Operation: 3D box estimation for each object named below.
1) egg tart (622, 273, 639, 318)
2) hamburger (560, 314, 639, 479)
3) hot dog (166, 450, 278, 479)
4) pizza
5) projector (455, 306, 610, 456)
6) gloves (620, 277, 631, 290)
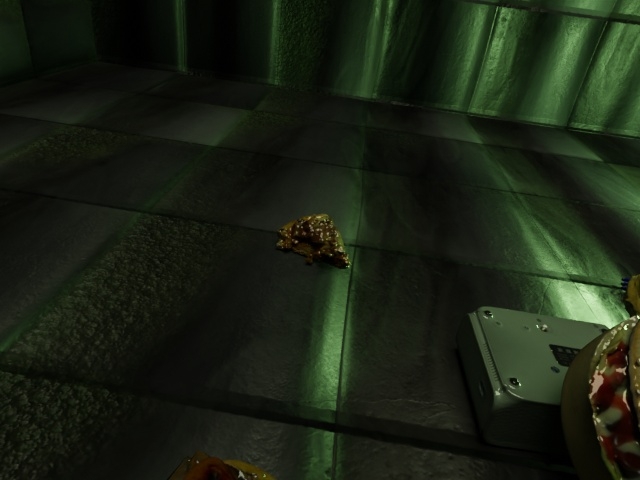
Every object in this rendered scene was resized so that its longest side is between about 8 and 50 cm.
[{"bbox_3d":[0.682,0.183,0.768,0.341,0.132,0.341,6,32,-4],"label":"egg tart"},{"bbox_3d":[0.417,0.212,0.472,0.300,0.176,0.300,8,61,-14],"label":"hamburger"},{"bbox_3d":[-0.050,0.309,0.419,0.325,0.107,0.194,21,33,21],"label":"hot dog"},{"bbox_3d":[0.001,-0.002,0.986,0.154,0.069,0.194,-17,37,-37],"label":"pizza"},{"bbox_3d":[0.352,0.206,0.678,0.250,0.108,0.198,8,30,1],"label":"projector"},{"bbox_3d":[0.722,0.108,1.005,0.086,0.026,0.064,9,33,2],"label":"gloves"}]
